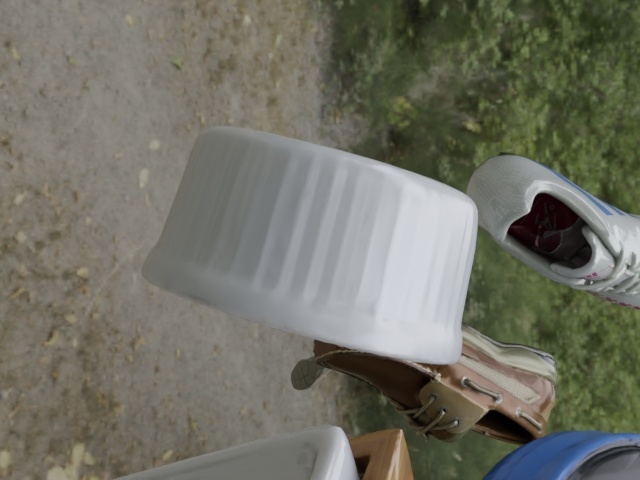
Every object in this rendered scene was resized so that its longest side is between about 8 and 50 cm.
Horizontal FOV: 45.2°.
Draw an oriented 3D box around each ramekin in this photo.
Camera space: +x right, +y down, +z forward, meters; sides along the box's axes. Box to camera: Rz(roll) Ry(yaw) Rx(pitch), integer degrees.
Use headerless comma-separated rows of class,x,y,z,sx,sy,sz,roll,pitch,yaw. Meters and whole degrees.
ramekin,0.000,0.000,0.656,0.277,0.277,0.135,13,92,-77

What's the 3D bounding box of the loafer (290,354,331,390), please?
loafer,0.001,0.184,1.119,0.125,0.039,0.045,-47,-129,45

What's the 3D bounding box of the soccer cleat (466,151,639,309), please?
soccer cleat,0.302,0.019,0.829,0.116,0.331,0.143,-60,-163,25

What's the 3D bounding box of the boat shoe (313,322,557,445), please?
boat shoe,0.145,0.165,0.870,0.122,0.323,0.120,-33,-133,55

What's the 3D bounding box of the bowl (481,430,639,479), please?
bowl,0.263,0.343,0.608,0.077,0.391,0.391,-36,-140,48

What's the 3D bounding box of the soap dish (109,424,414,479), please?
soap dish,-0.086,0.230,0.398,0.118,0.290,0.229,52,35,-20
